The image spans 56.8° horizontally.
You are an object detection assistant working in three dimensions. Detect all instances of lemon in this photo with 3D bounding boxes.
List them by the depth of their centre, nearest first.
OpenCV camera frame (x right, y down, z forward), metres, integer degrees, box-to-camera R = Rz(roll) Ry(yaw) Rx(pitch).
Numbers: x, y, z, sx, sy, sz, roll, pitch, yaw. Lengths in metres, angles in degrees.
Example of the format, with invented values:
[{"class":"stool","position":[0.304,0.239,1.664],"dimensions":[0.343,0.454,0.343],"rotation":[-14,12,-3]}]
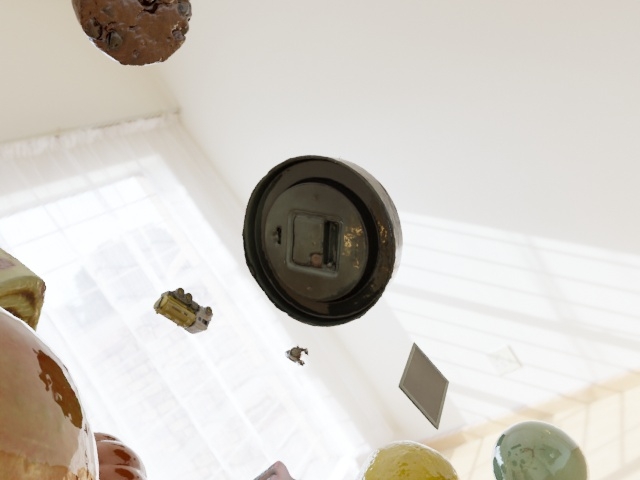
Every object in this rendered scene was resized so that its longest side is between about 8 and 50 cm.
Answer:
[{"class":"lemon","position":[0.190,0.556,1.294],"dimensions":[0.233,0.233,0.288],"rotation":[-34,-1,-27]}]

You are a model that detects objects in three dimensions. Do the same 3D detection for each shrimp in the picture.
[{"class":"shrimp","position":[-0.043,0.223,1.163],"dimensions":[0.038,0.029,0.092],"rotation":[-58,23,-11]}]

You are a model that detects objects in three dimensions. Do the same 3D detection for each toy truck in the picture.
[{"class":"toy truck","position":[-0.278,0.145,1.200],"dimensions":[0.052,0.123,0.062],"rotation":[-22,42,33]}]

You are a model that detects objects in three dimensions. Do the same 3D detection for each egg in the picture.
[{"class":"egg","position":[0.406,0.422,1.100],"dimensions":[0.168,0.231,0.168],"rotation":[-20,51,26]}]

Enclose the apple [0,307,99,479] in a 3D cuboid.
[{"class":"apple","position":[-0.300,0.171,0.380],"dimensions":[0.319,0.319,0.277],"rotation":[-32,-23,24]}]

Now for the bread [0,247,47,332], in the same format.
[{"class":"bread","position":[-0.756,0.088,1.292],"dimensions":[0.155,0.338,0.187],"rotation":[-4,-63,-61]}]

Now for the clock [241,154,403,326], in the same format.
[{"class":"clock","position":[0.000,0.000,1.115],"dimensions":[0.325,0.325,0.067],"rotation":[-32,-6,31]}]

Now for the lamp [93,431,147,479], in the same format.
[{"class":"lamp","position":[-0.341,0.383,0.833],"dimensions":[0.223,0.196,0.223],"rotation":[-20,51,27]}]

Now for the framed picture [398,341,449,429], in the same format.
[{"class":"framed picture","position":[0.249,0.344,1.418],"dimensions":[0.011,0.142,0.183],"rotation":[-38,7,30]}]

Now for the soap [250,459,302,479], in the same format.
[{"class":"soap","position":[-0.181,0.646,1.278],"dimensions":[0.324,0.109,0.193],"rotation":[-40,11,17]}]

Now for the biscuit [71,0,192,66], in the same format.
[{"class":"biscuit","position":[-0.261,-0.340,0.826],"dimensions":[0.049,0.192,0.192],"rotation":[14,37,43]}]
